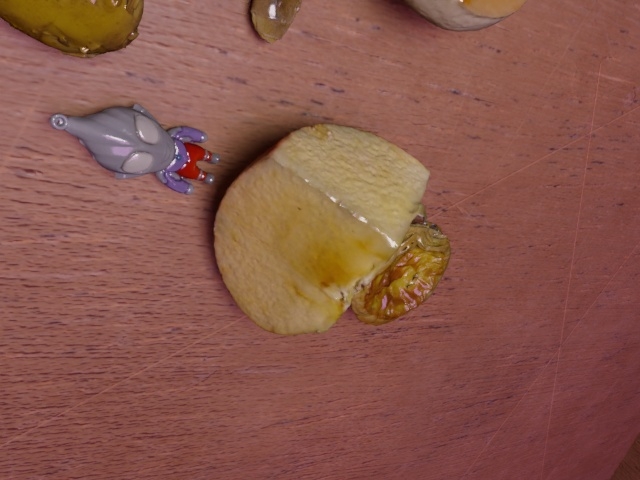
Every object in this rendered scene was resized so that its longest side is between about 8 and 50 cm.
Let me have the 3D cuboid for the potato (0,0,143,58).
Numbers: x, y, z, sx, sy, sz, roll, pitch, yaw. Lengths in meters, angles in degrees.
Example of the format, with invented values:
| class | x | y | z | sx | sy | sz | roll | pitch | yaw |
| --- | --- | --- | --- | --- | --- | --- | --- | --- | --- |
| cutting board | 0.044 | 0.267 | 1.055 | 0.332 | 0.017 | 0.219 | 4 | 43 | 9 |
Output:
| class | x | y | z | sx | sy | sz | roll | pitch | yaw |
| --- | --- | --- | --- | --- | --- | --- | --- | --- | --- |
| potato | -0.305 | -0.311 | 0.474 | 0.173 | 0.140 | 0.300 | -46 | 123 | 10 |

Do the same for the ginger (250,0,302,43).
| class | x | y | z | sx | sy | sz | roll | pitch | yaw |
| --- | --- | --- | --- | --- | --- | --- | --- | --- | --- |
| ginger | -0.081 | -0.367 | 0.623 | 0.133 | 0.059 | 0.214 | -11 | 123 | -33 |

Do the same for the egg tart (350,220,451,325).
| class | x | y | z | sx | sy | sz | roll | pitch | yaw |
| --- | --- | --- | --- | --- | --- | --- | --- | --- | --- |
| egg tart | 0.145 | 0.055 | 0.946 | 0.241 | 0.106 | 0.241 | -21 | 135 | -22 |

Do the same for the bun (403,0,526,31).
| class | x | y | z | sx | sy | sz | roll | pitch | yaw |
| --- | --- | --- | --- | --- | --- | --- | --- | --- | --- |
| bun | 0.184 | -0.438 | 0.661 | 0.299 | 0.165 | 0.298 | -12 | 114 | -28 |

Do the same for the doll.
| class | x | y | z | sx | sy | sz | roll | pitch | yaw |
| --- | --- | --- | --- | --- | --- | --- | --- | --- | --- |
| doll | -0.240 | -0.126 | 0.659 | 0.227 | 0.075 | 0.102 | 16 | 91 | -46 |

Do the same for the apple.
| class | x | y | z | sx | sy | sz | roll | pitch | yaw |
| --- | --- | --- | --- | --- | --- | --- | --- | --- | --- |
| apple | 0.000 | 0.000 | 0.758 | 0.314 | 0.252 | 0.309 | -2 | 149 | -32 |
